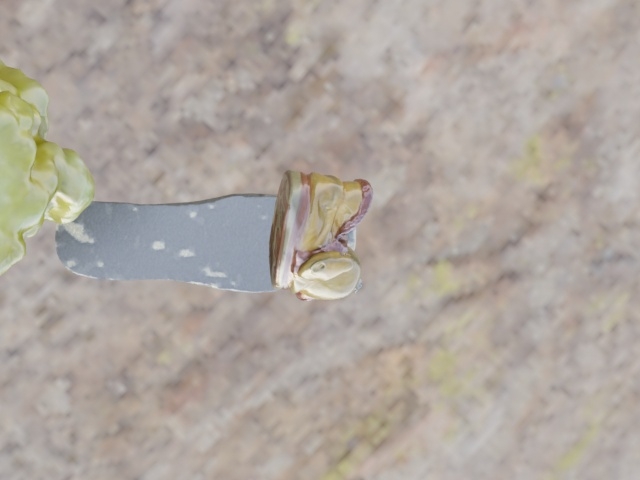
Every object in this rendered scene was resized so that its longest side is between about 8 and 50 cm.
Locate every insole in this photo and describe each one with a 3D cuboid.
[{"bbox_3d":[-0.094,0.001,1.539,0.011,0.248,0.081,-45,136,-80],"label":"insole"}]

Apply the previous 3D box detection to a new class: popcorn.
[{"bbox_3d":[-0.310,-0.036,1.379,0.250,0.242,0.235,-26,124,-50],"label":"popcorn"}]

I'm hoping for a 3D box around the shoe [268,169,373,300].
[{"bbox_3d":[0.000,0.000,1.339,0.069,0.072,0.109,-2,113,-7],"label":"shoe"}]
